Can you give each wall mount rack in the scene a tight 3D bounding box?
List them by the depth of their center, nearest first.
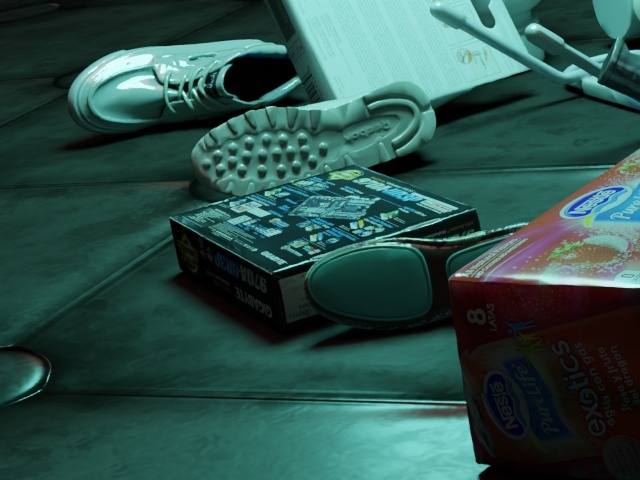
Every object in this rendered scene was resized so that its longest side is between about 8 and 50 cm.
[{"bbox_3d":[0.292,-0.188,1.738,0.304,0.130,0.350,-16,17,-18],"label":"wall mount rack"}]

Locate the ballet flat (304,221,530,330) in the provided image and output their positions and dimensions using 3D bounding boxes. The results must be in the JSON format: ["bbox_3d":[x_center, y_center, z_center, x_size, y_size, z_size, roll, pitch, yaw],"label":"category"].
[{"bbox_3d":[0.084,0.029,1.300,0.188,0.070,0.070,-5,17,10],"label":"ballet flat"}]

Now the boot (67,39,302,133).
[{"bbox_3d":[-0.142,-0.176,2.007,0.258,0.095,0.123,-18,12,-26],"label":"boot"}]

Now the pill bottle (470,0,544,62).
[{"bbox_3d":[0.160,-0.326,1.995,0.160,0.283,0.160,-9,17,3],"label":"pill bottle"}]

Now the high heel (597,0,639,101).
[{"bbox_3d":[0.362,-0.189,1.567,0.186,0.093,0.261,26,62,1],"label":"high heel"}]

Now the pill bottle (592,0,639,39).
[{"bbox_3d":[0.399,-0.281,2.015,0.180,0.108,0.108,-17,18,-19],"label":"pill bottle"}]

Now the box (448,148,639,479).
[{"bbox_3d":[0.199,0.035,1.080,0.128,0.123,0.257,2,21,37],"label":"box"}]

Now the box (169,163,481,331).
[{"bbox_3d":[0.000,0.000,1.433,0.175,0.051,0.220,-17,18,-22],"label":"box"}]

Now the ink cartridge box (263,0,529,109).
[{"bbox_3d":[0.077,-0.214,1.855,0.232,0.189,0.066,-18,-13,-31],"label":"ink cartridge box"}]

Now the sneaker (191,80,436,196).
[{"bbox_3d":[-0.011,-0.087,1.697,0.235,0.090,0.095,-12,4,-18],"label":"sneaker"}]
